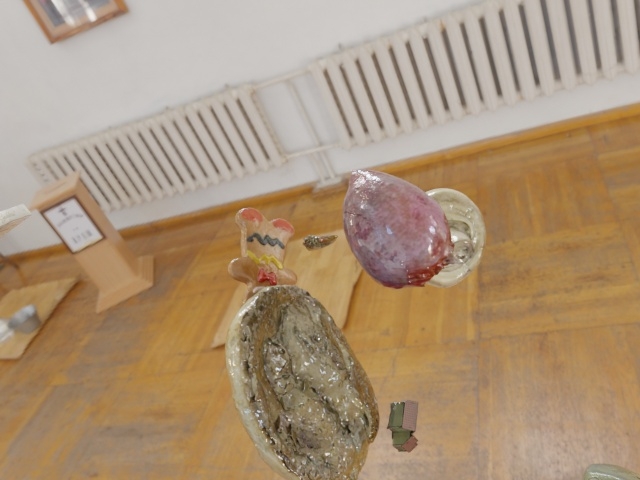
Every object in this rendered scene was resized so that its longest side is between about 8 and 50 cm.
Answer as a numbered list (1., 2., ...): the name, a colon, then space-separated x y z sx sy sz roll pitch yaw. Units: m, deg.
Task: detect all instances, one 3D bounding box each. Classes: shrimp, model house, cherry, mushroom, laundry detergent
1. shrimp: 0.000 0.000 0.939 0.059 0.023 0.108 -17 -7 3
2. model house: 0.165 0.357 1.069 0.058 0.057 0.083 -18 41 34
3. cherry: 0.129 -0.026 1.019 0.175 0.250 0.192 -33 0 -7
4. mushroom: 0.318 0.001 1.446 0.254 0.260 0.234 -28 10 2
5. laundry detergent: 0.738 0.604 1.289 0.181 0.091 0.253 16 -4 2

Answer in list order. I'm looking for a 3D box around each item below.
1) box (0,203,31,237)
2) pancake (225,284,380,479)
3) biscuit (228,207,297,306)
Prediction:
1. box: -0.580 0.011 0.909 0.198 0.029 0.109 -32 10 14
2. pancake: -0.027 0.258 1.017 0.082 0.387 0.387 -30 24 32
3. biscuit: -0.118 0.057 1.195 0.036 0.165 0.250 -26 55 50
